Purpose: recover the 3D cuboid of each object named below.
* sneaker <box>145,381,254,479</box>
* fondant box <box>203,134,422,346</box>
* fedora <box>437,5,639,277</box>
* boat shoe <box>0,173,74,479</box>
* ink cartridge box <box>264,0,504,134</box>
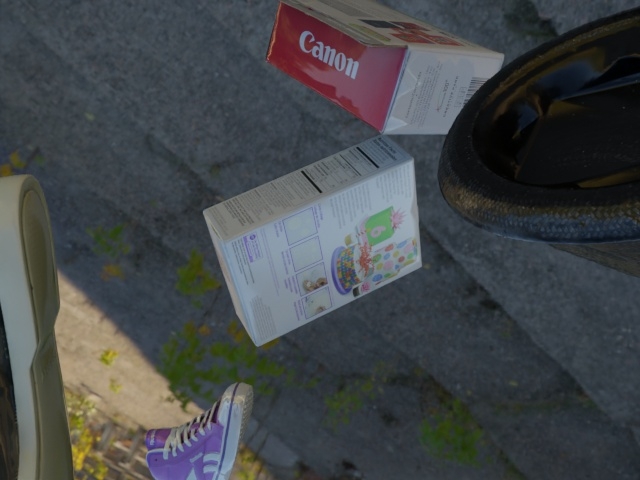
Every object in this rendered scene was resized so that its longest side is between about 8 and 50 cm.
[{"bbox_3d":[-0.211,0.331,1.217,0.161,0.102,0.282,21,121,0],"label":"sneaker"},{"bbox_3d":[0.000,0.000,1.198,0.096,0.330,0.238,51,159,46],"label":"fondant box"},{"bbox_3d":[0.272,-0.064,0.599,0.333,0.334,0.153,-8,130,35],"label":"fedora"},{"bbox_3d":[-0.233,0.129,0.485,0.112,0.127,0.340,-3,101,-8],"label":"boat shoe"},{"bbox_3d":[0.061,-0.276,1.103,0.309,0.271,0.130,40,125,42],"label":"ink cartridge box"}]
